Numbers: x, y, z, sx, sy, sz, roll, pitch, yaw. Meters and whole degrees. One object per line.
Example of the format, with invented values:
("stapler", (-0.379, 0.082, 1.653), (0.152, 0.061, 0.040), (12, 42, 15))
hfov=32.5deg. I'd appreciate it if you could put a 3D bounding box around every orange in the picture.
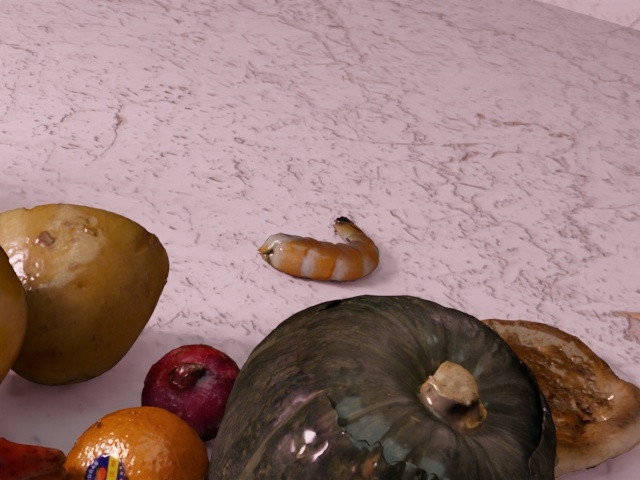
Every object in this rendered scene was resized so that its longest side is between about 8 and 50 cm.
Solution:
("orange", (-0.158, 0.210, 0.956), (0.136, 0.135, 0.117), (24, -2, 23))

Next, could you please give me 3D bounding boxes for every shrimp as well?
("shrimp", (0.000, 0.000, 1.456), (0.161, 0.049, 0.166), (11, 28, -4))

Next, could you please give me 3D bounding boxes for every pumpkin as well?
("pumpkin", (0.057, 0.195, 0.921), (0.292, 0.257, 0.327), (18, 35, -15))

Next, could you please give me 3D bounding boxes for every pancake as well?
("pancake", (0.233, 0.169, 1.233), (0.283, 0.049, 0.282), (8, 26, -4))

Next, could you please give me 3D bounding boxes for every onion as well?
("onion", (-0.127, 0.152, 1.099), (0.107, 0.097, 0.107), (-2, 47, 2))

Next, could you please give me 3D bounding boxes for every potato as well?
("potato", (-0.262, 0.074, 1.134), (0.204, 0.178, 0.158), (18, 40, -24))

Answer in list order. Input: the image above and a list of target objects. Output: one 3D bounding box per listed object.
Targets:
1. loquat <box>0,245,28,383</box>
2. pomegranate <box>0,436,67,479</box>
("loquat", (-0.390, 0.080, 0.988), (0.244, 0.243, 0.244), (8, 29, -4))
("pomegranate", (-0.310, 0.200, 0.844), (0.248, 0.214, 0.214), (-3, 32, -34))
